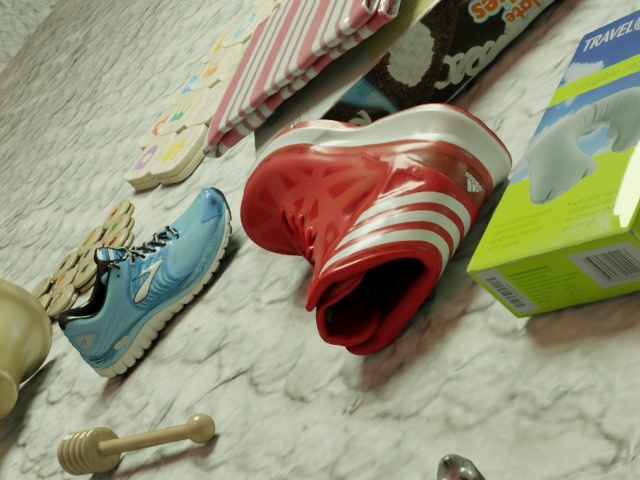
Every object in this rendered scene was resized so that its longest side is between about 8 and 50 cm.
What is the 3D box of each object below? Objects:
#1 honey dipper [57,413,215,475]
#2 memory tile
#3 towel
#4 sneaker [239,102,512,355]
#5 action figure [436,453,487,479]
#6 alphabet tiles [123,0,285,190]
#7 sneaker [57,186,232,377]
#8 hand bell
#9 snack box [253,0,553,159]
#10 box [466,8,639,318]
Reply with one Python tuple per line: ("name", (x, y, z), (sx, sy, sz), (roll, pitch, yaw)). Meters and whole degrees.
("honey dipper", (-0.116, 0.128, 0.936), (0.161, 0.030, 0.030), (-17, 37, 51))
("memory tile", (-0.225, 0.028, 1.372), (0.148, 0.012, 0.113), (-45, 20, 13))
("towel", (-0.002, -0.144, 1.018), (0.197, 0.029, 0.144), (-35, 24, 41))
("sneaker", (0.000, 0.000, 0.841), (0.221, 0.087, 0.128), (-21, 33, 55))
("action figure", (0.067, 0.118, 0.385), (0.164, 0.141, 0.275), (-23, 23, 0))
("alphabet tiles", (-0.080, -0.166, 1.411), (0.284, 0.021, 0.278), (-56, 20, -18))
("sneaker", (-0.128, 0.022, 1.086), (0.162, 0.073, 0.063), (-50, 19, -4))
("hand bell", (-0.270, 0.149, 1.148), (0.126, 0.126, 0.242), (-42, 32, 19))
("snack box", (0.082, -0.166, 1.005), (0.322, 0.060, 0.187), (-44, 20, 16))
("box", (0.147, -0.051, 0.686), (0.109, 0.042, 0.178), (-19, 36, 54))
